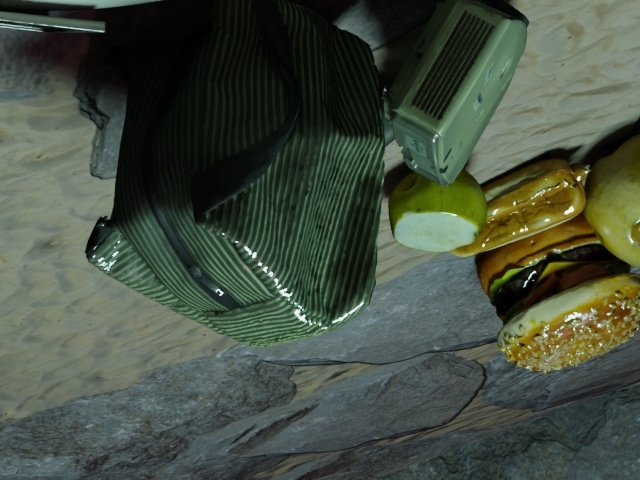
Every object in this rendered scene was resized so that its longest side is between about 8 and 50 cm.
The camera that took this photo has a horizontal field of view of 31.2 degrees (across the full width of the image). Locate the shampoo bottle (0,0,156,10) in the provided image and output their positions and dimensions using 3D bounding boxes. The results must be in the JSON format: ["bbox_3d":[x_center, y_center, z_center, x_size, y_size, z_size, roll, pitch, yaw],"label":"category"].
[{"bbox_3d":[-0.143,-0.266,0.971,0.284,0.071,0.153,-8,145,-24],"label":"shampoo bottle"}]

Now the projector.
[{"bbox_3d":[0.148,-0.172,1.251,0.194,0.088,0.269,-59,169,-2],"label":"projector"}]

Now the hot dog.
[{"bbox_3d":[0.293,-0.052,1.717,0.249,0.102,0.076,-25,-164,25],"label":"hot dog"}]

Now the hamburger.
[{"bbox_3d":[0.412,0.095,1.948,0.290,0.225,0.291,-16,158,-7],"label":"hamburger"}]

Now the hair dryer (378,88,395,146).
[{"bbox_3d":[0.009,-0.110,1.429,0.195,0.078,0.248,-37,-176,-19],"label":"hair dryer"}]

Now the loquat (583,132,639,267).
[{"bbox_3d":[0.491,-0.067,1.692,0.213,0.213,0.213,-14,157,-6],"label":"loquat"}]

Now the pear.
[{"bbox_3d":[0.164,-0.053,1.607,0.141,0.104,0.141,7,150,4],"label":"pear"}]

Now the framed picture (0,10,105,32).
[{"bbox_3d":[-0.268,-0.193,1.014,0.109,0.011,0.149,-1,-171,-33],"label":"framed picture"}]

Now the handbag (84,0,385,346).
[{"bbox_3d":[-0.080,-0.077,1.134,0.240,0.341,0.247,22,151,-39],"label":"handbag"}]
